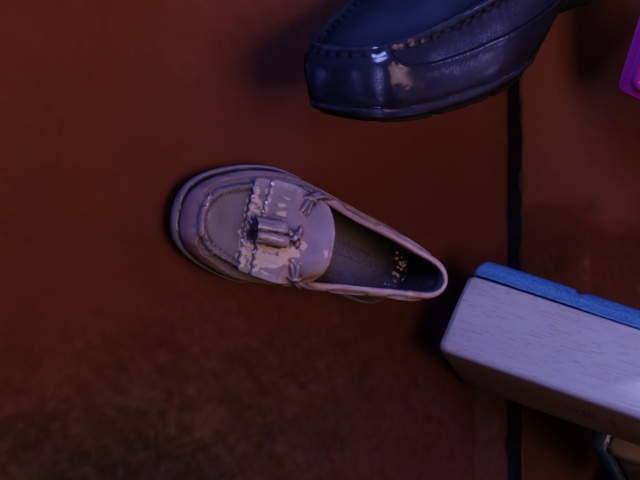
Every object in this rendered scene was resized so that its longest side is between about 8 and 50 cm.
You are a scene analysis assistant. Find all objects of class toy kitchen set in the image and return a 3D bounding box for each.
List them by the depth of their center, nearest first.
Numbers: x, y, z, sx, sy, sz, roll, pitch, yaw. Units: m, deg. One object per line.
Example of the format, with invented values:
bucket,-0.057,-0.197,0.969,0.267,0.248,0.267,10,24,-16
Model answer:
toy kitchen set,0.162,0.028,0.778,0.166,0.122,0.207,-66,156,-14

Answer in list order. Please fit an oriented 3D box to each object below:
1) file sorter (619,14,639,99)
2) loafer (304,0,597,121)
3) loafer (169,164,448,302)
file sorter,0.281,-0.185,0.694,0.182,0.202,0.290,-49,157,-48
loafer,0.065,-0.113,0.649,0.223,0.076,0.078,-39,130,-42
loafer,0.000,0.000,0.628,0.125,0.039,0.045,16,87,-47
